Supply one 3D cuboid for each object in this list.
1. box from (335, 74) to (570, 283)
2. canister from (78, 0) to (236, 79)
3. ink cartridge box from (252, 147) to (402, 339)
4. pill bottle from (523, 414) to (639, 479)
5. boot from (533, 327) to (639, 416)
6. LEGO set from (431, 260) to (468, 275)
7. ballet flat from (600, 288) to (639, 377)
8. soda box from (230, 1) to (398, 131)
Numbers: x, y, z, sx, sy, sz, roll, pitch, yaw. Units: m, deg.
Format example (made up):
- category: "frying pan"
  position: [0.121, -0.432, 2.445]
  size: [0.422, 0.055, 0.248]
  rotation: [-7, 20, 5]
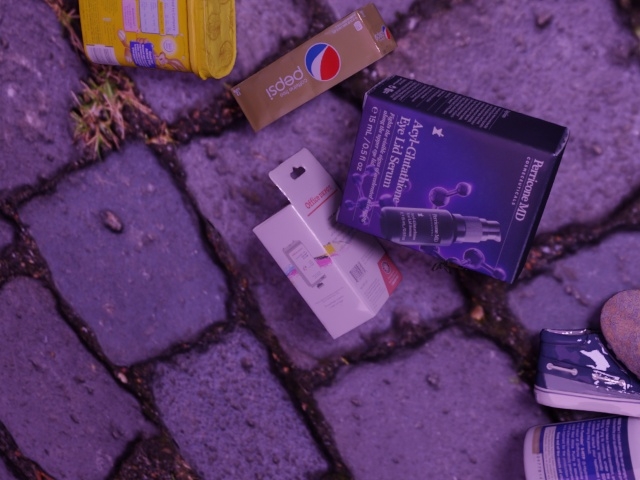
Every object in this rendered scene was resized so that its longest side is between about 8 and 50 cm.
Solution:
- category: "box"
  position: [0.140, -0.069, 0.960]
  size: [0.207, 0.108, 0.153]
  rotation: [19, 117, 15]
- category: "canister"
  position: [-0.189, -0.257, 1.037]
  size: [0.170, 0.073, 0.126]
  rotation: [9, 114, 20]
- category: "ink cartridge box"
  position: [0.000, 0.000, 1.043]
  size: [0.067, 0.115, 0.198]
  rotation: [-33, 96, 30]
- category: "pill bottle"
  position: [0.335, 0.253, 1.014]
  size: [0.187, 0.112, 0.112]
  rotation: [-15, 105, 27]
- category: "boot"
  position: [0.336, 0.145, 0.998]
  size: [0.190, 0.069, 0.086]
  rotation: [3, 94, 10]
- category: "LEGO set"
  position: [0.168, 0.020, 1.033]
  size: [0.083, 0.023, 0.054]
  rotation: [-2, 151, 12]
- category: "ballet flat"
  position: [0.432, 0.149, 0.909]
  size: [0.316, 0.106, 0.107]
  rotation: [36, 84, 13]
- category: "soda box"
  position: [-0.009, -0.191, 0.997]
  size: [0.181, 0.061, 0.058]
  rotation: [-27, 100, 29]
